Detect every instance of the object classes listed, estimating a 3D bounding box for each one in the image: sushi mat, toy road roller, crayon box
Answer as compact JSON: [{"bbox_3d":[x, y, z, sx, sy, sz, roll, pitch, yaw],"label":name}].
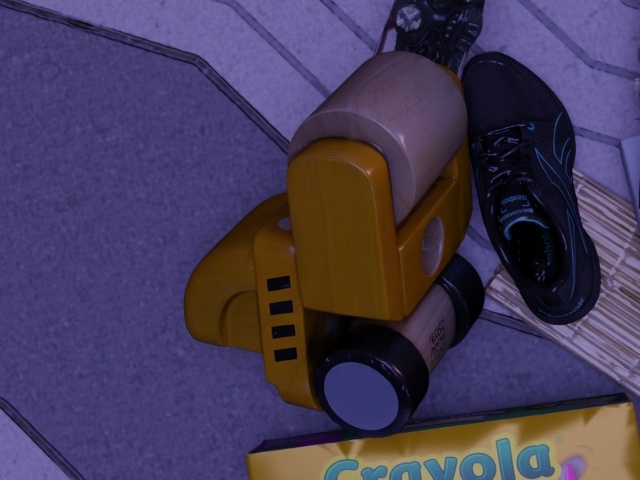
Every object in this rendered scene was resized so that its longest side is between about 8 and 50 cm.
[{"bbox_3d":[0.323,0.074,1.425,0.316,0.019,0.151,34,96,5],"label":"sushi mat"},{"bbox_3d":[0.000,0.000,1.348,0.241,0.202,0.329,9,122,23],"label":"toy road roller"},{"bbox_3d":[0.135,0.323,1.417,0.363,0.106,0.313,-9,91,8],"label":"crayon box"}]

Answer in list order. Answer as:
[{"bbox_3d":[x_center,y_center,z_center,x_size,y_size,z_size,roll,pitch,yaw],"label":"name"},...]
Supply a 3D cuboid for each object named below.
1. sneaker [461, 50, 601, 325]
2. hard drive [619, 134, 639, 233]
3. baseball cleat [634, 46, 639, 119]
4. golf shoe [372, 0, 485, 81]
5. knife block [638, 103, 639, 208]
[{"bbox_3d":[0.190,-0.056,1.381,0.101,0.106,0.267,-23,77,18],"label":"sneaker"},{"bbox_3d":[0.424,0.051,1.352,0.233,0.047,0.353,-13,75,8],"label":"hard drive"},{"bbox_3d":[0.344,-0.205,1.386,0.109,0.072,0.206,2,93,8],"label":"baseball cleat"},{"bbox_3d":[0.094,-0.159,1.414,0.105,0.120,0.273,22,118,0],"label":"golf shoe"},{"bbox_3d":[0.322,-0.155,1.312,0.242,0.088,0.275,-39,92,-6],"label":"knife block"}]
